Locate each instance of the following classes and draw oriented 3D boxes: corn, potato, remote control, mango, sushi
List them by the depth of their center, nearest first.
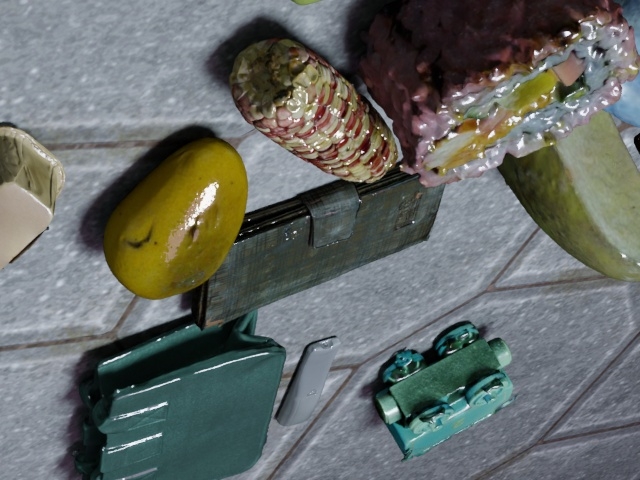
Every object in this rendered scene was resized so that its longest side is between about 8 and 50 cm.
[{"bbox_3d":[0.172,-0.181,1.883,0.270,0.171,0.236,-29,154,0],"label":"sushi"},{"bbox_3d":[0.001,-0.125,1.885,0.098,0.098,0.290,-38,156,12],"label":"corn"},{"bbox_3d":[-0.143,-0.023,1.910,0.137,0.098,0.195,-1,136,-38],"label":"mango"},{"bbox_3d":[0.303,-0.050,2.138,0.112,0.255,0.269,-27,153,-11],"label":"potato"},{"bbox_3d":[-0.014,0.191,2.471,0.050,0.027,0.184,-16,148,-28],"label":"remote control"}]

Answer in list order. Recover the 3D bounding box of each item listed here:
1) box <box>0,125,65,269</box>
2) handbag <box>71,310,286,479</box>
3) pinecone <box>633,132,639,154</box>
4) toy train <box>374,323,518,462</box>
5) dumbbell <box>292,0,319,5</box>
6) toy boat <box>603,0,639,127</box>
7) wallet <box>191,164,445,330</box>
[{"bbox_3d":[-0.318,-0.022,1.741,0.177,0.111,0.111,-41,152,10],"label":"box"},{"bbox_3d":[-0.176,0.211,2.277,0.238,0.089,0.326,-19,151,-23],"label":"handbag"},{"bbox_3d":[0.473,-0.159,2.184,0.224,0.224,0.272,-28,129,-6],"label":"pinecone"},{"bbox_3d":[0.172,0.210,2.607,0.203,0.112,0.163,-25,159,-10],"label":"toy train"},{"bbox_3d":[0.083,-0.299,1.660,0.302,0.108,0.121,-19,151,-22],"label":"dumbbell"},{"bbox_3d":[0.396,-0.169,1.966,0.123,0.330,0.215,-58,157,-26],"label":"toy boat"},{"bbox_3d":[0.000,0.001,2.148,0.317,0.044,0.169,-20,150,-22],"label":"wallet"}]
